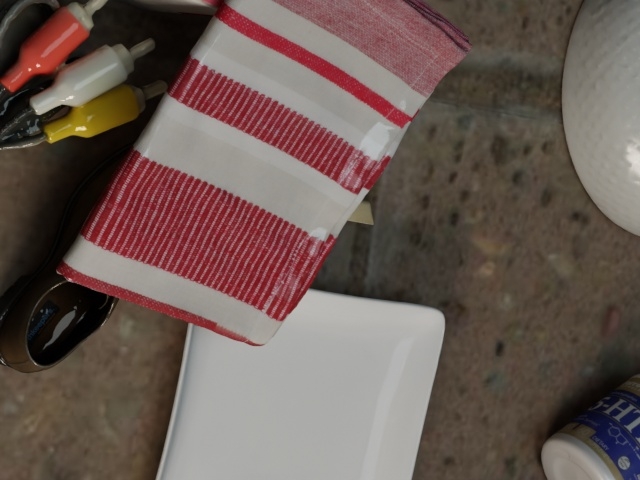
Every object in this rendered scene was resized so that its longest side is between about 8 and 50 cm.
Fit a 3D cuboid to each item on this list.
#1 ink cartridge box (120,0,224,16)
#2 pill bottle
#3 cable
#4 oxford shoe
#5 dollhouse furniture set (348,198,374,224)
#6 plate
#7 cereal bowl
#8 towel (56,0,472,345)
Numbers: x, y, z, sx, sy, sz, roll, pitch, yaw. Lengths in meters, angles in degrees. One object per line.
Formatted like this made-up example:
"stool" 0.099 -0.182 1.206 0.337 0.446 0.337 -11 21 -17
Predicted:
"ink cartridge box" -0.106 -0.306 1.382 0.100 0.172 0.237 19 88 -35
"pill bottle" 0.329 0.201 1.785 0.187 0.112 0.112 -33 114 -24
"cable" -0.260 -0.092 1.382 0.287 0.072 0.139 -43 118 -19
"oxford shoe" -0.181 0.017 1.440 0.083 0.096 0.227 38 77 -30
"dollhouse furniture set" 0.000 0.000 1.567 0.114 0.091 0.081 9 109 -36
"plate" -0.029 0.176 1.594 0.278 0.045 0.277 11 92 -33
"cereal bowl" 0.415 -0.155 1.760 0.339 0.141 0.339 -7 103 -32
"towel" -0.039 -0.074 1.397 0.237 0.037 0.329 25 103 -46
